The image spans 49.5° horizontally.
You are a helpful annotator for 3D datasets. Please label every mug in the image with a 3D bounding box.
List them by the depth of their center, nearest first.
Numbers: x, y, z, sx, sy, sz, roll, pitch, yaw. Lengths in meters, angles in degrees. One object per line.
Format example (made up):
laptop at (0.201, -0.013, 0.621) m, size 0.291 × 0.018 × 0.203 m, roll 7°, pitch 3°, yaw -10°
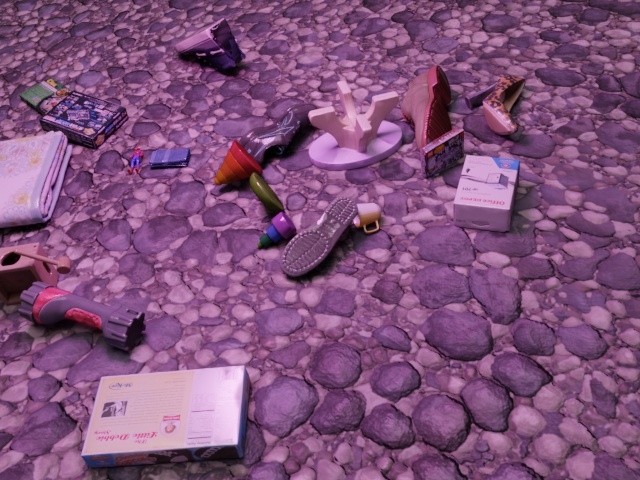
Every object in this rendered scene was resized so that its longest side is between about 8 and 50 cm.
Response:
mug at (0.121, -0.061, 1.780) m, size 0.064 × 0.078 × 0.062 m, roll -13°, pitch 12°, yaw -14°

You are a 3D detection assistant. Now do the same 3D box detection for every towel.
towel at (-0.929, -0.173, 2.063) m, size 0.321 × 0.090 × 0.374 m, roll -9°, pitch 45°, yaw 7°
towel at (-0.451, -0.247, 2.080) m, size 0.120 × 0.029 × 0.067 m, roll -3°, pitch 46°, yaw 9°

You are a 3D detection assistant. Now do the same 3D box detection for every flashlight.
flashlight at (-0.565, 0.184, 1.641) m, size 0.304 × 0.103 × 0.103 m, roll 17°, pitch 37°, yaw 19°

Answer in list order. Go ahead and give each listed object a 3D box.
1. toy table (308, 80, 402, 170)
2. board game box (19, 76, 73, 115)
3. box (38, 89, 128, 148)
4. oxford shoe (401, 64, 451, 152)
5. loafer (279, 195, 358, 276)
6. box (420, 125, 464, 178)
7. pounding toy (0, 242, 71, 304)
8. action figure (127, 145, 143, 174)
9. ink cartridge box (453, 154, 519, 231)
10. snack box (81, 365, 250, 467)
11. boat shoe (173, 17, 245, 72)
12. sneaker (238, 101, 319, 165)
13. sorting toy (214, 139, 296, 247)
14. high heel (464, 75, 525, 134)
toy table at (0.096, -0.319, 1.955) m, size 0.274 × 0.160 × 0.252 m, roll -24°, pitch 47°, yaw -14°
board game box at (-0.925, -0.486, 2.405) m, size 0.136 × 0.030 × 0.260 m, roll -40°, pitch 52°, yaw -23°
box at (-0.765, -0.394, 2.248) m, size 0.220 × 0.051 × 0.175 m, roll 20°, pitch 52°, yaw 17°
oxford shoe at (0.300, -0.358, 2.010) m, size 0.130 × 0.123 × 0.348 m, roll -18°, pitch 40°, yaw 32°
loafer at (0.000, 0.000, 1.727) m, size 0.094 × 0.087 × 0.251 m, roll 43°, pitch 75°, yaw 10°
box at (0.330, -0.237, 1.875) m, size 0.137 × 0.094 × 0.027 m, roll -32°, pitch 48°, yaw -19°
pounding toy at (-0.715, 0.057, 1.727) m, size 0.206 × 0.181 × 0.094 m, roll -9°, pitch 45°, yaw 2°
action figure at (-0.559, -0.247, 2.103) m, size 0.038 × 0.030 × 0.115 m, roll -11°, pitch 43°, yaw 7°
ink cartridge box at (0.421, -0.122, 1.755) m, size 0.140 × 0.082 × 0.190 m, roll 8°, pitch 47°, yaw 18°
snack box at (-0.314, 0.363, 1.437) m, size 0.322 × 0.060 × 0.187 m, roll -5°, pitch 45°, yaw 6°
boat shoe at (-0.389, -0.654, 2.415) m, size 0.127 × 0.158 × 0.341 m, roll -42°, pitch 24°, yaw -21°
sneaker at (-0.105, -0.308, 2.043) m, size 0.267 × 0.101 × 0.106 m, roll -33°, pitch 63°, yaw -12°
sorting toy at (-0.192, -0.113, 1.862) m, size 0.126 × 0.127 × 0.365 m, roll -38°, pitch 54°, yaw 8°
high heel at (0.550, -0.394, 1.981) m, size 0.186 × 0.093 × 0.261 m, roll -24°, pitch 37°, yaw -3°
